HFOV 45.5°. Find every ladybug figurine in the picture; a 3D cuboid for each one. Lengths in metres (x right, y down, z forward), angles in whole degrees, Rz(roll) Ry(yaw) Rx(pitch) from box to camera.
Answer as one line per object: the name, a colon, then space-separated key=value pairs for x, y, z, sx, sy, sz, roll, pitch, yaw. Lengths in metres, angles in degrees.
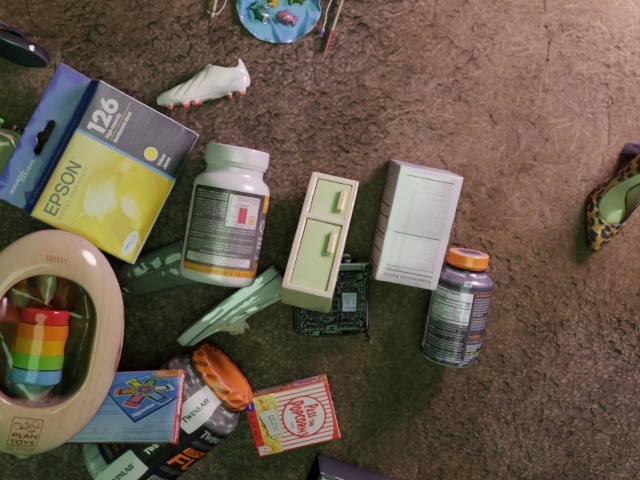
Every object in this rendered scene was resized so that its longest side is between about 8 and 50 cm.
ladybug figurine: x=-0.552 y=0.198 z=1.500 sx=0.305 sy=0.162 sz=0.449 roll=13 pitch=89 yaw=-25

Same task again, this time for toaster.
toaster: x=0.023 y=0.124 z=1.652 sx=0.168 sy=0.110 sz=0.186 roll=-2 pitch=101 yaw=-3

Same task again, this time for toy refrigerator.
toy refrigerator: x=0.000 y=0.000 z=1.556 sx=0.102 sy=0.094 sz=0.269 roll=13 pitch=64 yaw=3

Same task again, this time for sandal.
sandal: x=-0.659 y=-0.417 z=1.509 sx=0.254 sy=0.097 sz=0.054 roll=22 pitch=73 yaw=-9

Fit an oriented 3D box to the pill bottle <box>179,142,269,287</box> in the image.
pill bottle: x=-0.191 y=-0.051 z=1.568 sx=0.162 sy=0.162 sz=0.278 roll=10 pitch=92 yaw=-6

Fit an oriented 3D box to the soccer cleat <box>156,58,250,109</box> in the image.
soccer cleat: x=-0.243 y=-0.320 z=1.569 sx=0.196 sy=0.068 sz=0.076 roll=-15 pitch=97 yaw=-8

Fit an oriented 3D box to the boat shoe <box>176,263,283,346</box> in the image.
boat shoe: x=-0.186 y=0.160 z=1.659 sx=0.267 sy=0.096 sz=0.088 roll=-36 pitch=97 yaw=-4

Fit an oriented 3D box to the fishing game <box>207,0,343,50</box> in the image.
fishing game: x=-0.083 y=-0.497 z=1.553 sx=0.264 sy=0.041 sz=0.189 roll=19 pitch=103 yaw=-8

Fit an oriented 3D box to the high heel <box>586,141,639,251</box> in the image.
high heel: x=0.650 y=-0.084 z=1.611 sx=0.093 sy=0.186 sz=0.261 roll=19 pitch=100 yaw=-7

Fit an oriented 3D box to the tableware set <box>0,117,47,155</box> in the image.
tableware set: x=-0.656 y=-0.191 z=1.586 sx=0.154 sy=0.024 sz=0.104 roll=27 pitch=99 yaw=-9

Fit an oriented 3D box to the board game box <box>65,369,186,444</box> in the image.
board game box: x=-0.407 y=0.341 z=1.556 sx=0.281 sy=0.027 sz=0.145 roll=-6 pitch=69 yaw=22

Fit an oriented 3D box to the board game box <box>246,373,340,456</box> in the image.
board game box: x=-0.064 y=0.397 z=1.736 sx=0.193 sy=0.045 sz=0.147 roll=-14 pitch=102 yaw=-1

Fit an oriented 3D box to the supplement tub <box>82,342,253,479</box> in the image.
supplement tub: x=-0.322 y=0.388 z=1.635 sx=0.338 sy=0.207 sz=0.207 roll=-41 pitch=101 yaw=5

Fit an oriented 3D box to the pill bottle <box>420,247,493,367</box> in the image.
pill bottle: x=0.302 y=0.142 z=1.665 sx=0.130 sy=0.130 sz=0.246 roll=8 pitch=101 yaw=-5

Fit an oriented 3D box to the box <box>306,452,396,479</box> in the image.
box: x=0.082 y=0.632 z=1.769 sx=0.261 sy=0.103 sz=0.184 roll=21 pitch=97 yaw=-8

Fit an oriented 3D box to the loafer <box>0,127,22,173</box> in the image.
loafer: x=-0.723 y=-0.163 z=1.537 sx=0.268 sy=0.092 sz=0.102 roll=-8 pitch=109 yaw=5

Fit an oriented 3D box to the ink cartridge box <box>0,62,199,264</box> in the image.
ink cartridge box: x=-0.448 y=-0.154 z=1.535 sx=0.307 sy=0.072 sz=0.304 roll=27 pitch=86 yaw=-19

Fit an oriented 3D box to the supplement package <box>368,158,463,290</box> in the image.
supplement package: x=0.195 y=-0.035 z=1.618 sx=0.139 sy=0.134 sz=0.244 roll=11 pitch=100 yaw=-6

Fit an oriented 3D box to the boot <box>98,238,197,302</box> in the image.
boot: x=-0.388 y=0.043 z=1.627 sx=0.208 sy=0.076 sz=0.190 roll=-19 pitch=115 yaw=7
